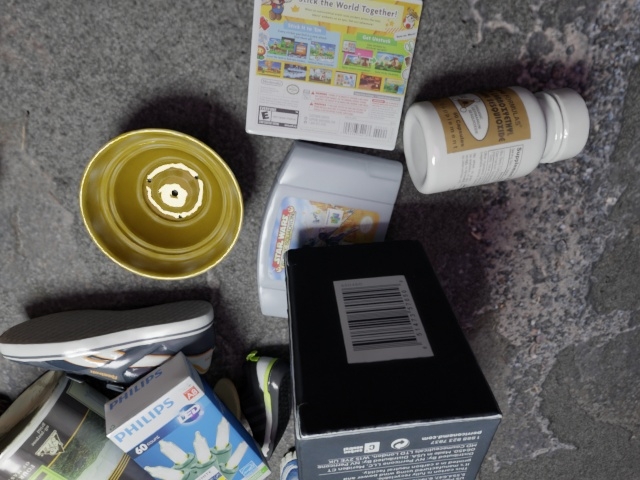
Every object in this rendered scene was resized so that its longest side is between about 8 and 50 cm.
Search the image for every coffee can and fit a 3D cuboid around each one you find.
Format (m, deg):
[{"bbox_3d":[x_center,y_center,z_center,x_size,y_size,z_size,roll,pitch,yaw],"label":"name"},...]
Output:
[{"bbox_3d":[-0.395,0.373,0.735,0.201,0.201,0.275,-37,113,9],"label":"coffee can"}]

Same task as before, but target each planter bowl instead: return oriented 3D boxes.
[{"bbox_3d":[-0.218,-0.058,0.639,0.217,0.090,0.217,-2,112,-5],"label":"planter bowl"}]

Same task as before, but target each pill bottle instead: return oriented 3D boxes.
[{"bbox_3d":[0.247,-0.150,0.635,0.229,0.131,0.131,-10,114,-3],"label":"pill bottle"}]

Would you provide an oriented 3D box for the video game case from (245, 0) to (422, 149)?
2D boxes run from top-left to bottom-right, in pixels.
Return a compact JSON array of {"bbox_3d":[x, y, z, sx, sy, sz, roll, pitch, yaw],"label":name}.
[{"bbox_3d":[0.015,-0.244,0.625,0.226,0.026,0.207,5,112,-8],"label":"video game case"}]

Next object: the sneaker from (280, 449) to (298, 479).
[{"bbox_3d":[-0.032,0.599,0.908,0.129,0.147,0.330,-5,114,-5],"label":"sneaker"}]

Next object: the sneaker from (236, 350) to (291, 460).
[{"bbox_3d":[-0.112,0.304,0.827,0.097,0.084,0.235,14,113,16],"label":"sneaker"}]

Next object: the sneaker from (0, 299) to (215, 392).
[{"bbox_3d":[-0.332,0.181,0.707,0.320,0.126,0.128,-4,107,-7],"label":"sneaker"}]

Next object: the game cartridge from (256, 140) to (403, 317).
[{"bbox_3d":[0.000,0.000,0.712,0.198,0.062,0.297,7,112,-14],"label":"game cartridge"}]

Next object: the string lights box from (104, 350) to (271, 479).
[{"bbox_3d":[-0.201,0.316,0.697,0.133,0.076,0.260,-35,121,-13],"label":"string lights box"}]

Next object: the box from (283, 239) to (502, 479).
[{"bbox_3d":[0.065,0.244,0.648,0.211,0.294,0.396,-5,127,-4],"label":"box"}]

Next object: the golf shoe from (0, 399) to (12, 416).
[{"bbox_3d":[-0.605,0.277,0.746,0.085,0.067,0.186,-20,114,3],"label":"golf shoe"}]

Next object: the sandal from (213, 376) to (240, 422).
[{"bbox_3d":[-0.215,0.366,0.808,0.079,0.088,0.240,-8,125,-47],"label":"sandal"}]
